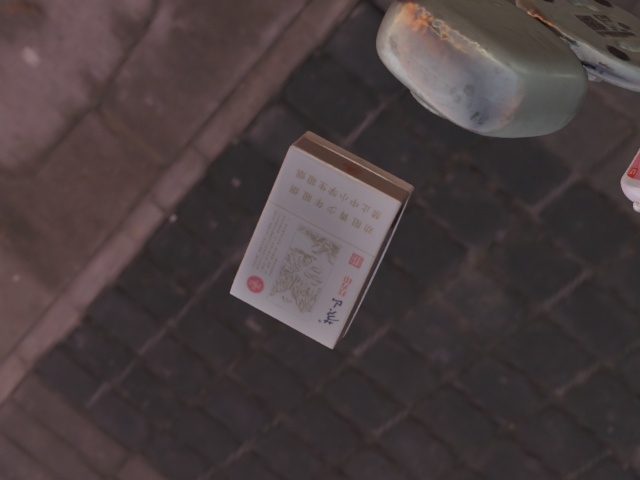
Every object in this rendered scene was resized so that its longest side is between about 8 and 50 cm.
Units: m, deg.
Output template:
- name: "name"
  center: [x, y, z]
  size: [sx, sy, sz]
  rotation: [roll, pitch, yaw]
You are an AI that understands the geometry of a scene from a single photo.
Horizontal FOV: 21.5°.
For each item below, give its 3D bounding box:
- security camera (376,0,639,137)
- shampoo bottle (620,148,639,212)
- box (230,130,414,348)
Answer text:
- name: "security camera"
  center: [0.177, -0.146, 1.354]
  size: [0.157, 0.301, 0.080]
  rotation: [43, 123, 31]
- name: "shampoo bottle"
  center: [0.296, -0.065, 1.425]
  size: [0.043, 0.099, 0.072]
  rotation: [35, 175, -32]
- name: "box"
  center: [0.000, 0.000, 1.838]
  size: [0.141, 0.058, 0.201]
  rotation: [27, 116, 9]
